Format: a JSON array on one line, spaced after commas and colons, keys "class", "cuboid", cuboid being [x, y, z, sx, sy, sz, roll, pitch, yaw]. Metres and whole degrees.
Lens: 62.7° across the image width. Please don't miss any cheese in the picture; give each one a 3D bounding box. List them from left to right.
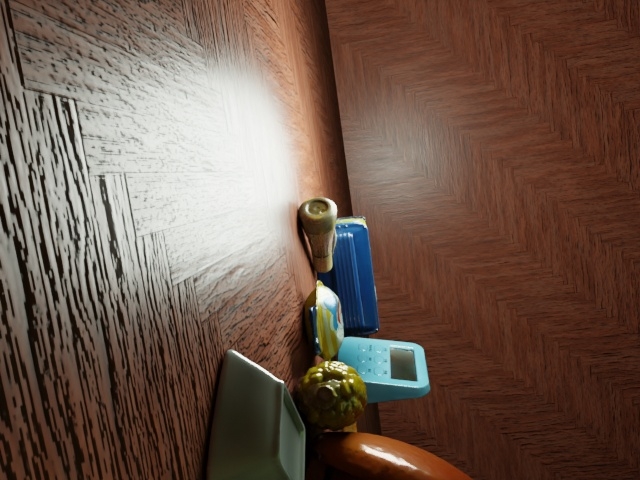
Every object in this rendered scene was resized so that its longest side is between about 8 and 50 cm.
[{"class": "cheese", "cuboid": [0.002, 0.169, 1.052, 0.270, 0.069, 0.176, 16, 67, -81]}]

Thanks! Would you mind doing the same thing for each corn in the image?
[{"class": "corn", "cuboid": [0.032, 0.293, 0.992, 0.363, 0.121, 0.120, 62, 22, -73]}]

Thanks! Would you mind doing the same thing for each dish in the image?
[{"class": "dish", "cuboid": [-0.055, 0.242, 0.598, 0.234, 0.064, 0.154, 77, 9, -45]}]

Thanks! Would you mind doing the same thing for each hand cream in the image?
[{"class": "hand cream", "cuboid": [0.000, 0.000, 1.199, 0.084, 0.084, 0.203, -89, 175, -46]}]

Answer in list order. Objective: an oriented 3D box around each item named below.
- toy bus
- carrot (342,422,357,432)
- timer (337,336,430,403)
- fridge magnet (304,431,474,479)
[{"class": "toy bus", "cuboid": [0.070, 0.089, 1.371, 0.175, 0.138, 0.287, -61, 144, -78]}, {"class": "carrot", "cuboid": [0.080, 0.506, 1.414, 0.191, 0.047, 0.047, -85, 166, -59]}, {"class": "timer", "cuboid": [0.178, 0.358, 1.497, 0.232, 0.250, 0.091, -76, 158, -71]}, {"class": "fridge magnet", "cuboid": [0.146, 0.437, 0.908, 0.363, 0.364, 0.155, 68, 42, -62]}]
